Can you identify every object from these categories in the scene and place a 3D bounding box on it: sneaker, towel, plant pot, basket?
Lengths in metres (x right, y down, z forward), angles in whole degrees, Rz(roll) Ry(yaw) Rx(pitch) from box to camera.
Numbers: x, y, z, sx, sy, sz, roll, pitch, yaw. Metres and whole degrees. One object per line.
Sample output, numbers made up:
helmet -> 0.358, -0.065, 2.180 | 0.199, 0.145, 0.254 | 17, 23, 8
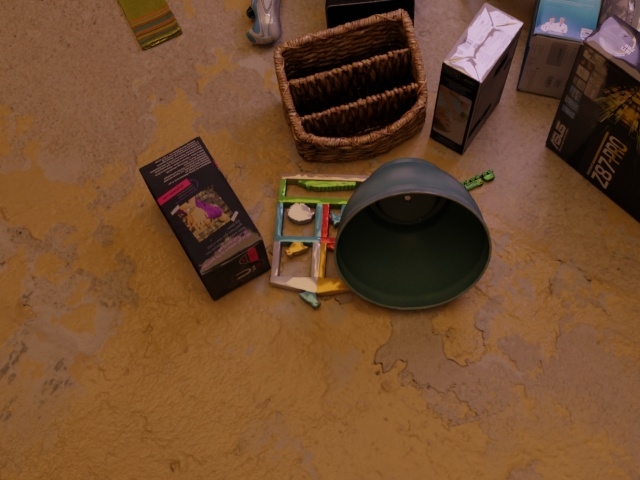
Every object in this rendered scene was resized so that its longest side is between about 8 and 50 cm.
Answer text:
sneaker -> -0.127, -0.557, 1.998 | 0.086, 0.085, 0.237 | -1, 65, 11
towel -> -0.417, -0.557, 2.046 | 0.102, 0.021, 0.237 | -26, 69, -8
plant pot -> 0.101, -0.506, 1.919 | 0.188, 0.187, 0.167 | -7, 55, 1
basket -> 0.070, -0.304, 1.808 | 0.299, 0.223, 0.213 | -15, 68, -4
plant pot -> 0.173, -0.037, 1.685 | 0.293, 0.293, 0.196 | -1, 41, 3

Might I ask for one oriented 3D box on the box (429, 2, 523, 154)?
box -> 0.310, -0.319, 1.764 | 0.087, 0.290, 0.169 | 32, 71, 13

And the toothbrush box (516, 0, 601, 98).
toothbrush box -> 0.520, -0.487, 1.860 | 0.126, 0.216, 0.295 | 12, 68, 8

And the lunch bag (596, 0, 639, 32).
lunch bag -> 0.659, -0.439, 1.727 | 0.212, 0.256, 0.305 | 8, 81, 29

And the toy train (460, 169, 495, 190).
toy train -> 0.329, -0.124, 1.831 | 0.083, 0.017, 0.023 | -24, 79, -6

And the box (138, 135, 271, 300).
box -> -0.229, -0.043, 1.750 | 0.143, 0.165, 0.270 | -30, 70, -8

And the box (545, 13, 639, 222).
box -> 0.603, -0.200, 1.641 | 0.097, 0.395, 0.318 | -41, 72, -11

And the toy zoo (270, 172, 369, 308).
toy zoo -> 0.000, 0.000, 1.792 | 0.192, 0.030, 0.293 | 2, 68, 4
